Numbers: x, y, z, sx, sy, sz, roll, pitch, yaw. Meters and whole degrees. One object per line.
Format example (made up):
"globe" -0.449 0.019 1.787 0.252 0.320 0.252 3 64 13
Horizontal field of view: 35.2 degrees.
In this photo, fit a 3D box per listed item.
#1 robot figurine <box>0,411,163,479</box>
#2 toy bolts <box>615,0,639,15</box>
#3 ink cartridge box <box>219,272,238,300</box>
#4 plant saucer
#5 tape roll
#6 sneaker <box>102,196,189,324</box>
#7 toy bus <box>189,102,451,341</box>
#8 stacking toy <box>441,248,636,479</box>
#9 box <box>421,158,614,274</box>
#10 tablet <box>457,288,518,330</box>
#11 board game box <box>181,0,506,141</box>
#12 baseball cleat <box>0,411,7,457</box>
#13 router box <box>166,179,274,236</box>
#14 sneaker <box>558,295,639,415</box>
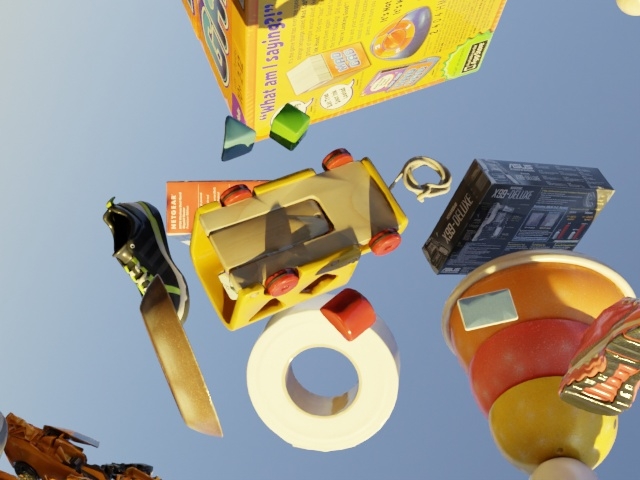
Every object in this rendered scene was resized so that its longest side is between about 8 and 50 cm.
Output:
"robot figurine" -0.350 0.354 1.406 0.211 0.291 0.085 -53 156 -51
"toy bolts" 0.379 -0.406 1.349 0.218 0.228 0.158 -53 161 -42
"ink cartridge box" -0.180 0.061 2.237 0.127 0.072 0.175 23 -57 45
"plant saucer" -0.163 0.135 1.135 0.198 0.036 0.198 157 -90 -78
"tape roll" 0.007 0.248 1.893 0.100 0.286 0.286 -67 -179 -73
"sneaker" -0.285 0.040 1.575 0.084 0.097 0.234 -38 -115 32
"toy bus" -0.013 -0.001 0.872 0.104 0.202 0.191 113 -2 -58
"stacking toy" 0.387 0.284 1.693 0.350 0.351 0.480 -51 -155 40
"box" 0.384 -0.038 1.967 0.242 0.307 0.076 -65 -144 38
"tablet" 0.257 0.106 1.550 0.006 0.083 0.054 78 -1 -61
"board game box" 0.008 -0.400 1.273 0.356 0.356 0.356 101 -33 -67
"baseball cleat" -0.281 0.220 0.730 0.072 0.109 0.206 -3 -144 24
"router box" -0.081 -0.040 1.644 0.335 0.301 0.082 118 -29 -86
"sneaker" 0.409 0.116 1.316 0.314 0.116 0.136 124 -14 -58
